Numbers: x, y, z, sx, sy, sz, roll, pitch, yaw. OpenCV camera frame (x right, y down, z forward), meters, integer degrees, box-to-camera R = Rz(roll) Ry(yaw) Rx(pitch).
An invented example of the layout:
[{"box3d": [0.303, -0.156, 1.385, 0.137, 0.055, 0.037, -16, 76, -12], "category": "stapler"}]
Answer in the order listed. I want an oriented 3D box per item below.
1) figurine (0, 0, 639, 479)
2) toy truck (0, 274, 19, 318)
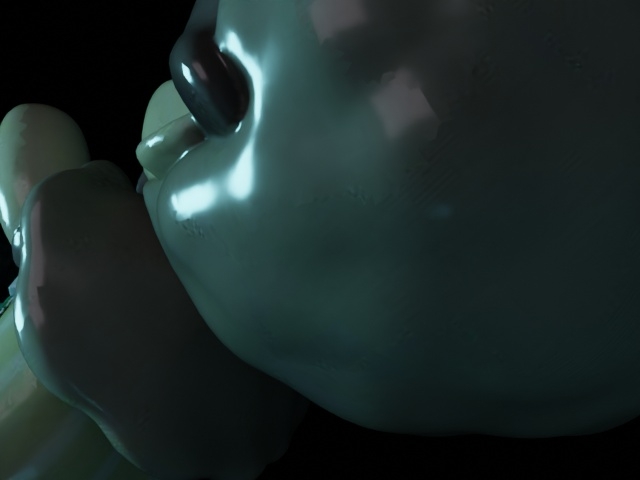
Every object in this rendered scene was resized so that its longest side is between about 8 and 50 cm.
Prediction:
[{"box3d": [-0.001, 0.000, 0.536, 0.380, 0.248, 0.203, -37, 52, 22], "category": "figurine"}, {"box3d": [-0.124, 0.041, 0.685, 0.044, 0.039, 0.083, 9, 37, 18], "category": "toy truck"}]
